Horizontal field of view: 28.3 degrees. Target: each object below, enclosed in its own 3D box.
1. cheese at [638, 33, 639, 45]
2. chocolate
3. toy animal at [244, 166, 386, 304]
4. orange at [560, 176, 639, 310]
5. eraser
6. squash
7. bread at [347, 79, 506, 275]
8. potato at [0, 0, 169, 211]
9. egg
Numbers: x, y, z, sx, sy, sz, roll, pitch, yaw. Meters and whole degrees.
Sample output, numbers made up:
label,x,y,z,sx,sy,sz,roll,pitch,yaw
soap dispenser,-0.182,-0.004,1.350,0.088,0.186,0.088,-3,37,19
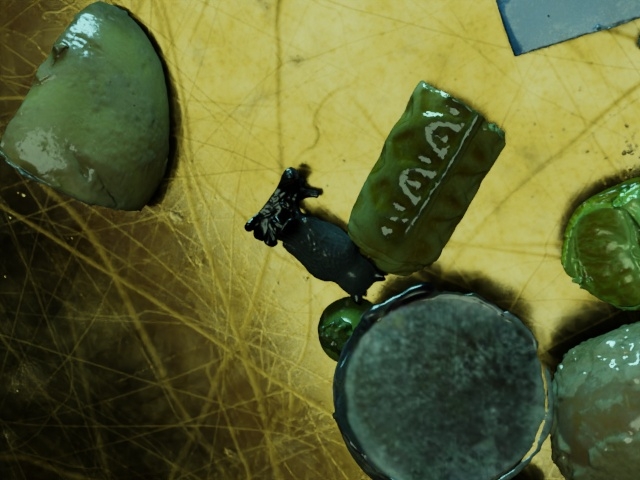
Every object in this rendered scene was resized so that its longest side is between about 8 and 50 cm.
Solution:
label,x,y,z,sx,sy,sz,roll,pitch,yaw
cheese,0.567,-0.270,1.745,0.256,0.037,0.106,8,124,5
chocolate,0.165,0.239,1.789,0.303,0.213,0.303,0,64,0
toy animal,0.003,0.002,1.833,0.210,0.117,0.121,38,94,4
orange,0.458,-0.003,1.731,0.237,0.158,0.179,-13,109,44
eraser,0.398,-0.368,1.763,0.312,0.042,0.144,-16,95,10
squash,0.036,0.141,1.835,0.105,0.132,0.105,1,96,10
bread,0.143,-0.077,1.795,0.152,0.130,0.267,28,101,-1
potato,-0.301,-0.190,1.810,0.189,0.211,0.264,26,96,6
egg,0.454,0.231,1.715,0.310,0.279,0.279,-22,94,-2
